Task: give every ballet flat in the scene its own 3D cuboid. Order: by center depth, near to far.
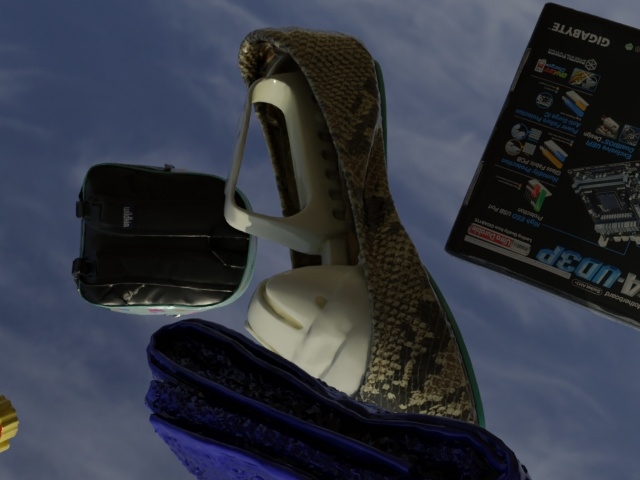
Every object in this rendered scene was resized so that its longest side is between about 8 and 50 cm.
[{"bbox_3d":[0.000,0.000,0.991,0.182,0.164,0.483,6,-124,-30],"label":"ballet flat"}]

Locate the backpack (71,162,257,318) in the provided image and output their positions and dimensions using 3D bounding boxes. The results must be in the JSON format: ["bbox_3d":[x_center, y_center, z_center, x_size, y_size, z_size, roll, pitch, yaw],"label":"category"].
[{"bbox_3d":[-0.161,0.002,1.203,0.188,0.144,0.166,1,-98,8],"label":"backpack"}]

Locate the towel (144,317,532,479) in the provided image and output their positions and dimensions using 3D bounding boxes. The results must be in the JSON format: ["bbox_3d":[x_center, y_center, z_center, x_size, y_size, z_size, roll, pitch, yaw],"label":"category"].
[{"bbox_3d":[0.036,0.182,0.614,0.076,0.227,0.308,-53,-42,-24],"label":"towel"}]

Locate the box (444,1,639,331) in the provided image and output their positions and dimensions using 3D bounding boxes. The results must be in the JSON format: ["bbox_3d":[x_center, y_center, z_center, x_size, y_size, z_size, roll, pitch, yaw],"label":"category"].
[{"bbox_3d":[0.211,-0.032,0.680,0.220,0.051,0.175,22,-91,18],"label":"box"}]

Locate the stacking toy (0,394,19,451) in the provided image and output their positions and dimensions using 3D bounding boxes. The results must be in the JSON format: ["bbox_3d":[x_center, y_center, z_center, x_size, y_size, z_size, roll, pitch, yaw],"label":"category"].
[{"bbox_3d":[-0.352,0.222,0.895,0.167,0.221,0.052,-22,-117,-47],"label":"stacking toy"}]
